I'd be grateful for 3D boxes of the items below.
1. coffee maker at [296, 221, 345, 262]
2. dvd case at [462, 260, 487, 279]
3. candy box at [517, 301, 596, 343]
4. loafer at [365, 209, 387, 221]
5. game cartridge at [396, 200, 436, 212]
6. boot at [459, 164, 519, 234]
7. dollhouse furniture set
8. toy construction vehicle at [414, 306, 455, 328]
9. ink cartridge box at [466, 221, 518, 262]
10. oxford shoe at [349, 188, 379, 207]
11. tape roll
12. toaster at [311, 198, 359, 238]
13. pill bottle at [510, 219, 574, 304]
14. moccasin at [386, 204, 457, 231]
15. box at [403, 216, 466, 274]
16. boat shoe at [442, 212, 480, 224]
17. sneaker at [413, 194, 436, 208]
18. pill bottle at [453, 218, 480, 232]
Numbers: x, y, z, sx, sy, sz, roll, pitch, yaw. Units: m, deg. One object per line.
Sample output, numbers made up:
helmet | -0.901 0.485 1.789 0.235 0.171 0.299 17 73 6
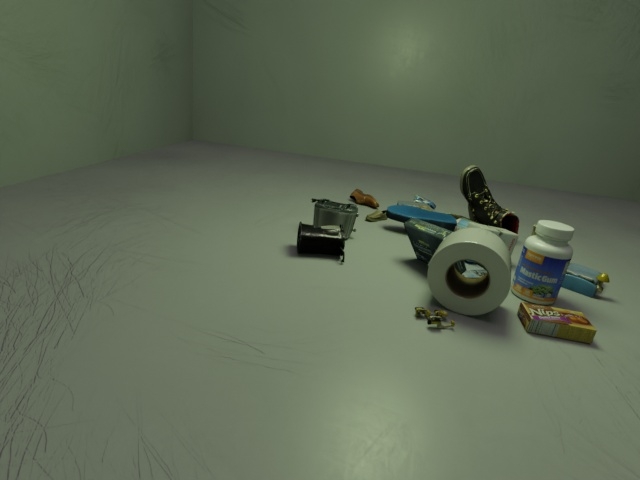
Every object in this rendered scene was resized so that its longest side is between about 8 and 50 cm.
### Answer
coffee maker | 0.000 0.000 1.573 0.178 0.120 0.171 3 22 -9
dvd case | 0.555 0.103 1.617 0.180 0.022 0.253 1 21 -17
candy box | 0.720 0.250 1.244 0.187 0.053 0.109 11 21 7
loafer | 0.293 -0.132 2.104 0.148 0.050 0.056 -11 27 -39
game cartridge | 0.533 -0.157 2.244 0.198 0.062 0.297 8 21 -9
boot | 0.843 -0.176 2.020 0.138 0.377 0.284 -25 32 -3
dollhouse furniture set | 1.028 0.058 1.639 0.303 0.198 0.286 25 28 38
toy construction vehicle | 0.340 0.232 1.208 0.098 0.035 0.086 6 10 -10
ink cartridge box | 0.689 0.018 1.666 0.203 0.148 0.086 9 17 -23
oxford shoe | 0.254 -0.229 2.349 0.076 0.076 0.212 -38 43 -20
tape roll | 0.482 0.096 1.303 0.246 0.246 0.169 16 23 22
toaster | 0.054 -0.096 1.801 0.227 0.146 0.129 11 21 10
pill bottle | 0.781 0.073 1.414 0.152 0.272 0.152 6 21 -2
moccasin | 0.480 -0.080 1.951 0.342 0.117 0.137 14 34 5
box | 0.432 0.023 1.539 0.059 0.183 0.233 -35 30 -14
boat shoe | 0.725 -0.088 2.098 0.224 0.080 0.073 17 13 7
sneaker | 0.628 -0.222 2.451 0.144 0.059 0.053 25 -9 3
pill bottle | 0.712 -0.058 1.992 0.160 0.087 0.087 24 27 38
